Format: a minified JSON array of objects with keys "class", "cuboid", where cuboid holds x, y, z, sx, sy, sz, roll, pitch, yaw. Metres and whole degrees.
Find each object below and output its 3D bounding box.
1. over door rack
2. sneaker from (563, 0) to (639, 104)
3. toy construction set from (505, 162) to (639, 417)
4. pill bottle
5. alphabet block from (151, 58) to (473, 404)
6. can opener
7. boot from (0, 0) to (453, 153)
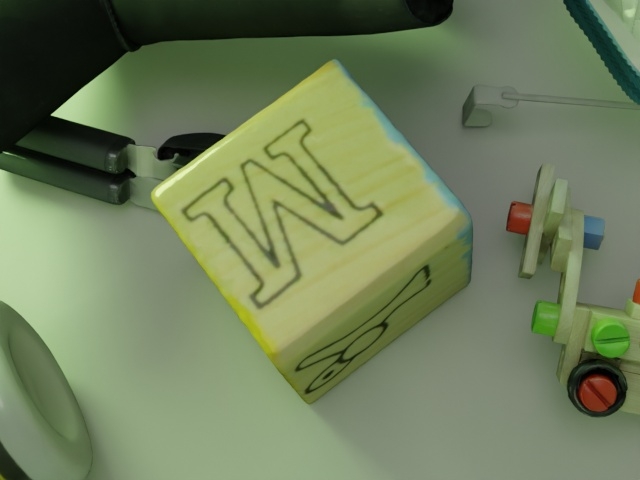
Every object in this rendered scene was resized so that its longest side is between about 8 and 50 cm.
[{"class":"over door rack","cuboid":[0.295,-0.233,1.001,0.324,0.108,0.240,1,71,8]},{"class":"sneaker","cuboid":[0.266,-0.230,0.922,0.092,0.087,0.229,-27,72,5]},{"class":"toy construction set","cuboid":[0.306,0.047,0.884,0.327,0.151,0.215,14,99,20]},{"class":"pill bottle","cuboid":[-0.386,0.204,0.907,0.334,0.188,0.188,-28,71,-2]},{"class":"alphabet block","cuboid":[0.000,0.000,0.922,0.197,0.192,0.193,-36,69,-6]},{"class":"can opener","cuboid":[-0.203,-0.079,1.046,0.280,0.074,0.093,13,37,11]},{"class":"boot","cuboid":[-0.108,-0.197,0.923,0.445,0.146,0.367,6,51,24]}]
